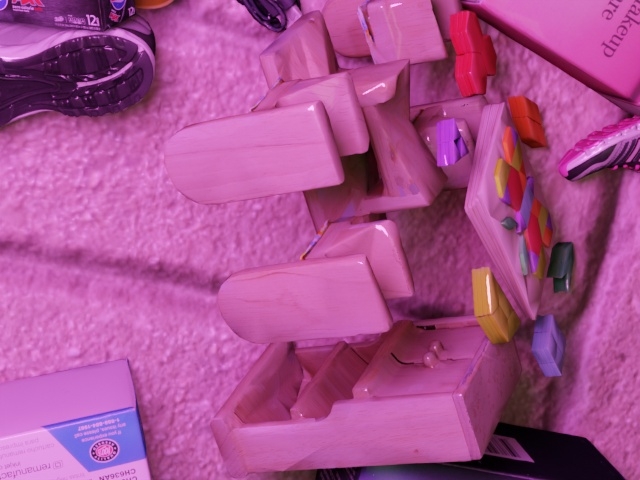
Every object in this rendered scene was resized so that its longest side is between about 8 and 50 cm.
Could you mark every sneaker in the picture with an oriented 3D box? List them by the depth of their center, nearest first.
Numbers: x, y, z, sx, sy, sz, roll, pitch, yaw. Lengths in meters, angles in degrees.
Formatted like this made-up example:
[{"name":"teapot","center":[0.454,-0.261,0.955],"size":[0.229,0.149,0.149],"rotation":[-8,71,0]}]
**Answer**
[{"name":"sneaker","center":[-0.283,-0.167,1.490],"size":[0.271,0.108,0.100],"rotation":[-1,122,6]},{"name":"sneaker","center":[0.328,-0.088,1.626],"size":[0.170,0.063,0.075],"rotation":[-24,99,-9]}]

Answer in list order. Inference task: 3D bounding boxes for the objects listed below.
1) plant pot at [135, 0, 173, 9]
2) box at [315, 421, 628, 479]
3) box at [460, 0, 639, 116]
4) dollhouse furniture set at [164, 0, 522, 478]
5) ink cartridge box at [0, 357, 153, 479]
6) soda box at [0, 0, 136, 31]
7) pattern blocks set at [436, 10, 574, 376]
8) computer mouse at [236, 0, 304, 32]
[{"name":"plant pot","center":[-0.179,-0.290,1.468],"size":[0.134,0.134,0.095],"rotation":[26,69,-15]},{"name":"box","center":[0.134,0.343,1.627],"size":[0.296,0.183,0.294],"rotation":[11,101,-12]},{"name":"box","center":[0.268,-0.237,1.550],"size":[0.232,0.127,0.148],"rotation":[29,95,-15]},{"name":"dollhouse furniture set","center":[0.000,0.000,1.457],"size":[0.256,0.362,0.394],"rotation":[-8,113,26]},{"name":"ink cartridge box","center":[-0.244,0.261,1.544],"size":[0.171,0.168,0.232],"rotation":[-12,105,-8]},{"name":"soda box","center":[-0.253,-0.229,1.444],"size":[0.169,0.060,0.053],"rotation":[10,119,25]},{"name":"pattern blocks set","center":[0.184,-0.031,1.517],"size":[0.026,0.285,0.325],"rotation":[-7,146,26]},{"name":"computer mouse","center":[0.005,-0.341,1.508],"size":[0.272,0.072,0.188],"rotation":[-39,105,0]}]
